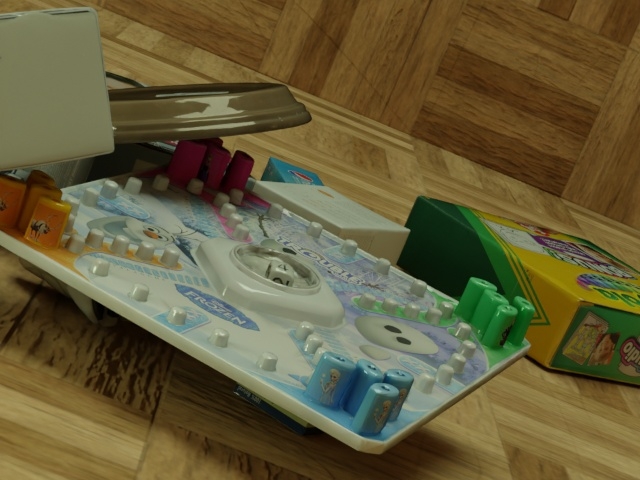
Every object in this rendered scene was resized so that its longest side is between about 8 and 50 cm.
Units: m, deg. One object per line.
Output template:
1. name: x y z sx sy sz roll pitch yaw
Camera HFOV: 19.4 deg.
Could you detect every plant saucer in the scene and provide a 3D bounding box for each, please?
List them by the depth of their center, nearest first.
1. plant saucer: -0.148 -0.125 1.810 0.278 0.041 0.278 -2 8 0

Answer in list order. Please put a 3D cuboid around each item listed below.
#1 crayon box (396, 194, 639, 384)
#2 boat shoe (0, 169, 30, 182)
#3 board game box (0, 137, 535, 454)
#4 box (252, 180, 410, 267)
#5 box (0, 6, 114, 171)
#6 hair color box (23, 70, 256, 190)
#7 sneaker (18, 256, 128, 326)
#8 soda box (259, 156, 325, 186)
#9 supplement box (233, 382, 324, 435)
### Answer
1. crayon box: 0.324 0.075 2.420 0.363 0.106 0.313 13 15 -43
2. boat shoe: -0.333 -0.048 1.804 0.083 0.065 0.183 21 4 -6
3. board game box: -0.038 0.024 1.604 0.390 0.050 0.390 28 19 17
4. box: 0.000 0.000 2.159 0.130 0.091 0.170 28 12 27
5. box: -0.332 -0.112 1.543 0.311 0.121 0.148 -3 7 40
6. hair color box: -0.233 -0.101 2.115 0.185 0.113 0.374 17 12 -28
7. sneaker: -0.165 0.013 1.756 0.118 0.110 0.292 19 7 28
8. soda box: -0.032 -0.043 2.364 0.071 0.067 0.210 21 11 -14
9. supplement box: -0.015 0.112 1.611 0.083 0.083 0.056 30 14 30
